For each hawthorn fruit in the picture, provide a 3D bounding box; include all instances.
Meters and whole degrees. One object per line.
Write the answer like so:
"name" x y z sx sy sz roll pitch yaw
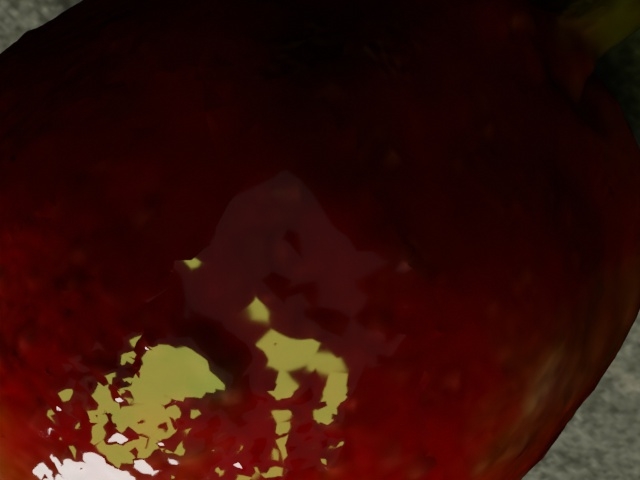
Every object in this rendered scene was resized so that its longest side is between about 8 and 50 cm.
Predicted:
"hawthorn fruit" 0.000 0.000 0.620 0.307 0.265 0.265 -31 112 13
